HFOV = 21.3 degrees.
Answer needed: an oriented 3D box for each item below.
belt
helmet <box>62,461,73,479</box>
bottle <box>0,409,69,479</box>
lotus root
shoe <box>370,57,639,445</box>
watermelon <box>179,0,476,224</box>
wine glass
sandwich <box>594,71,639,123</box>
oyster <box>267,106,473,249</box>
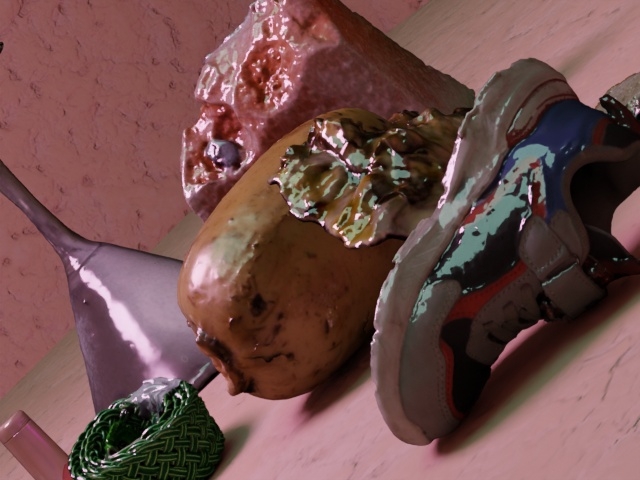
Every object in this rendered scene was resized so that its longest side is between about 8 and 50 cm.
[{"bbox_3d":[-0.135,0.174,1.366,0.121,0.079,0.151,-33,18,-4],"label":"belt"},{"bbox_3d":[-0.220,0.223,1.606,0.065,0.049,0.084,-37,9,31],"label":"helmet"},{"bbox_3d":[-0.307,0.229,1.844,0.045,0.096,0.045,-41,7,6],"label":"bottle"},{"bbox_3d":[0.000,0.000,1.291,0.284,0.146,0.160,-47,-34,-28],"label":"lotus root"},{"bbox_3d":[0.117,0.016,0.926,0.227,0.125,0.099,-67,-26,-8],"label":"shoe"},{"bbox_3d":[0.002,-0.075,1.625,0.264,0.302,0.151,-39,46,19],"label":"watermelon"},{"bbox_3d":[-0.272,0.001,1.793,0.267,0.406,0.267,-45,6,6],"label":"wine glass"},{"bbox_3d":[0.210,-0.080,1.119,0.105,0.036,0.093,-49,10,-35],"label":"sandwich"},{"bbox_3d":[0.077,-0.044,1.135,0.214,0.083,0.223,-8,20,-22],"label":"oyster"}]
